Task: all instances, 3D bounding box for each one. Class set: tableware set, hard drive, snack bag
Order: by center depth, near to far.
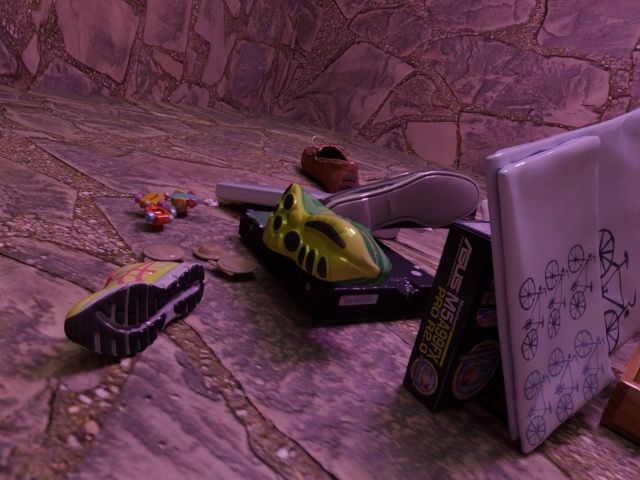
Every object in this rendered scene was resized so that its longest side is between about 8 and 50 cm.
[{"bbox_3d":[0.318,0.028,0.549,0.343,0.323,0.037,-20,17,-31],"label":"snack bag"},{"bbox_3d":[-0.193,0.034,0.758,0.169,0.020,0.141,-5,24,-40],"label":"tableware set"},{"bbox_3d":[0.018,0.031,0.839,0.237,0.064,0.339,1,23,-32],"label":"hard drive"},{"bbox_3d":[-0.058,-0.095,1.068,0.308,0.040,0.203,12,9,36],"label":"hard drive"}]

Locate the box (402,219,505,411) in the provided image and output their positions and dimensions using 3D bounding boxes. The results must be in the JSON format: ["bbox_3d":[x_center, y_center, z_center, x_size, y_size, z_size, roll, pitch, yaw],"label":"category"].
[{"bbox_3d":[0.245,0.086,0.597,0.270,0.216,0.060,1,21,-34],"label":"box"}]

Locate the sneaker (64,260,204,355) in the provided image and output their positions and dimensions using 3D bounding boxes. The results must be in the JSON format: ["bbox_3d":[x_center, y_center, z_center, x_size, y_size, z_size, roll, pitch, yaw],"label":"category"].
[{"bbox_3d":[-0.226,0.071,0.555,0.094,0.081,0.208,11,11,15],"label":"sneaker"}]

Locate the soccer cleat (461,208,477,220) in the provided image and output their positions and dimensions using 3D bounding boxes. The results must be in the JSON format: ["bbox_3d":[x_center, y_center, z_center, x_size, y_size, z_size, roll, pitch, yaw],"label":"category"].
[{"bbox_3d":[0.299,-0.096,1.360,0.331,0.116,0.143,5,4,-29],"label":"soccer cleat"}]

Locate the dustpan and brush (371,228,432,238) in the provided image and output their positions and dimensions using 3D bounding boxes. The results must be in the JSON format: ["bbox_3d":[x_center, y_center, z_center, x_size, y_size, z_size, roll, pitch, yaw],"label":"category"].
[{"bbox_3d":[0.171,-0.038,1.144,0.211,0.060,0.147,25,22,32],"label":"dustpan and brush"}]

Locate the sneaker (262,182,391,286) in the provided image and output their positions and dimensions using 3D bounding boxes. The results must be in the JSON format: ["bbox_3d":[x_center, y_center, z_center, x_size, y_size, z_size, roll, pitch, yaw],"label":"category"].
[{"bbox_3d":[0.000,0.000,0.702,0.123,0.109,0.295,29,7,-31],"label":"sneaker"}]

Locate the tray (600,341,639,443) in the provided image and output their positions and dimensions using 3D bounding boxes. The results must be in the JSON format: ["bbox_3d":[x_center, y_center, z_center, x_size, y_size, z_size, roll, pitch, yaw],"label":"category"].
[{"bbox_3d":[0.562,0.198,0.663,0.203,0.076,0.411,27,29,36],"label":"tray"}]

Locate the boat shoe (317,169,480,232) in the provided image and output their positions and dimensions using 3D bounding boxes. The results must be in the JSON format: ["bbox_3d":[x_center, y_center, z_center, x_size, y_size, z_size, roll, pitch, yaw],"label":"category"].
[{"bbox_3d":[0.135,-0.073,0.876,0.335,0.112,0.095,-12,21,-18],"label":"boat shoe"}]

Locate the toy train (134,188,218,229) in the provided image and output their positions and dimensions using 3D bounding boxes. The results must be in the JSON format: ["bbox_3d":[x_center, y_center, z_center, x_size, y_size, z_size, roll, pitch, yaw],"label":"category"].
[{"bbox_3d":[-0.289,-0.057,0.923,0.125,0.046,0.166,25,25,28],"label":"toy train"}]

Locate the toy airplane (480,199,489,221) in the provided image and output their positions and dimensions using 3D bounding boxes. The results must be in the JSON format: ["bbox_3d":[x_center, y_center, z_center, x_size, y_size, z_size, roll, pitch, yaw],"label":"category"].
[{"bbox_3d":[0.454,-0.059,0.977,0.384,0.272,0.386,-17,19,33],"label":"toy airplane"}]

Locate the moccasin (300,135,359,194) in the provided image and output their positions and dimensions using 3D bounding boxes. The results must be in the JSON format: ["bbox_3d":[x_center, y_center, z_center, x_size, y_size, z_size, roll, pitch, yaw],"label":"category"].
[{"bbox_3d":[0.027,-0.262,1.561,0.139,0.147,0.380,8,19,-16],"label":"moccasin"}]
